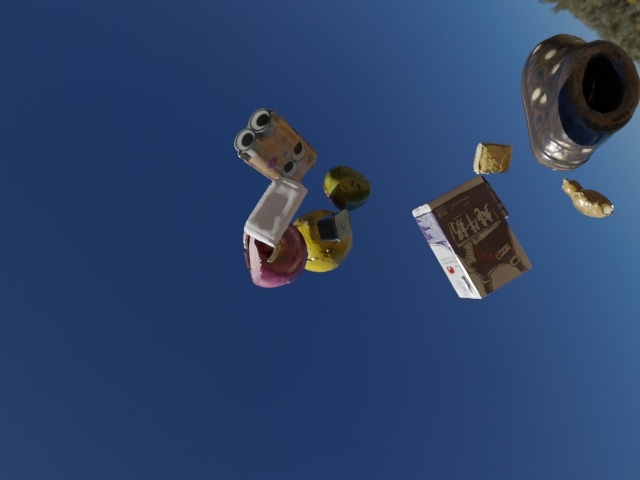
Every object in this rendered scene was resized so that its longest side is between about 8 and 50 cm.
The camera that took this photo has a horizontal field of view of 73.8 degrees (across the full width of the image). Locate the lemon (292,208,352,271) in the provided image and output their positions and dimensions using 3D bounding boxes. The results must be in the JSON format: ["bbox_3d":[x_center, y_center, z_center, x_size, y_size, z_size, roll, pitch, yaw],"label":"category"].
[{"bbox_3d":[0.005,-0.001,1.561,0.254,0.229,0.228,-5,-106,-55],"label":"lemon"}]

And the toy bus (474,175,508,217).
[{"bbox_3d":[0.557,-0.135,1.438,0.172,0.072,0.057,58,180,7],"label":"toy bus"}]

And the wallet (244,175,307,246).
[{"bbox_3d":[-0.118,-0.080,1.132,0.182,0.124,0.032,-59,-33,-8],"label":"wallet"}]

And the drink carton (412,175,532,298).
[{"bbox_3d":[0.312,-0.003,0.891,0.134,0.102,0.222,-29,-91,-10],"label":"drink carton"}]

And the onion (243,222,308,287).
[{"bbox_3d":[-0.127,0.032,1.265,0.201,0.200,0.207,5,-142,-41],"label":"onion"}]

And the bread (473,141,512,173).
[{"bbox_3d":[0.576,-0.276,1.433,0.125,0.082,0.105,0,-78,-9],"label":"bread"}]

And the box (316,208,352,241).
[{"bbox_3d":[0.043,-0.045,1.337,0.122,0.069,0.084,-35,-66,-60],"label":"box"}]

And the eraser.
[{"bbox_3d":[-0.134,-0.280,1.351,0.087,0.171,0.290,39,-176,30],"label":"eraser"}]

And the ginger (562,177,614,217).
[{"bbox_3d":[0.719,-0.118,1.170,0.096,0.067,0.165,10,-147,-34],"label":"ginger"}]

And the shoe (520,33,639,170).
[{"bbox_3d":[0.603,-0.375,1.005,0.172,0.237,0.383,9,-111,1],"label":"shoe"}]

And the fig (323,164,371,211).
[{"bbox_3d":[0.104,-0.201,1.648,0.191,0.181,0.180,1,-112,-12],"label":"fig"}]
